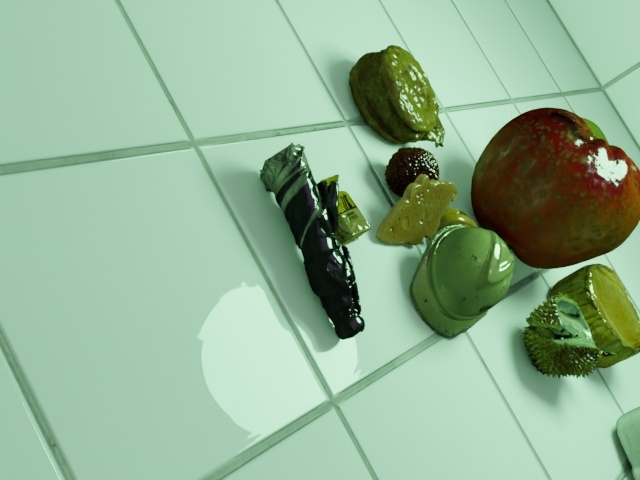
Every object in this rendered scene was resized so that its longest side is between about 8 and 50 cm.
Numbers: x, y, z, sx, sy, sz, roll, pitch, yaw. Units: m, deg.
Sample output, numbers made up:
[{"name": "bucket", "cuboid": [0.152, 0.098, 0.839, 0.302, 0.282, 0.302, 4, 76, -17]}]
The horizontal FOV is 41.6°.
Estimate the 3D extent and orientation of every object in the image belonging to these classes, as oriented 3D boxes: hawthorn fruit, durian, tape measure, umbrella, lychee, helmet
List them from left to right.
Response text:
[{"name": "umbrella", "cuboid": [0.000, 0.001, 1.496, 0.106, 0.113, 0.358, -18, 81, -27]}, {"name": "lychee", "cuboid": [0.198, -0.147, 1.842, 0.123, 0.129, 0.124, -1, 94, -17]}, {"name": "helmet", "cuboid": [0.315, 0.068, 1.716, 0.204, 0.137, 0.258, 46, 57, -17]}, {"name": "hawthorn fruit", "cuboid": [0.552, -0.101, 2.022, 0.402, 0.402, 0.403, 30, 42, -32]}, {"name": "durian", "cuboid": [0.553, 0.235, 1.936, 0.237, 0.137, 0.194, 34, 35, -27]}, {"name": "tape measure", "cuboid": [0.838, 0.527, 2.051, 0.258, 0.130, 0.265, 19, 43, -45]}]

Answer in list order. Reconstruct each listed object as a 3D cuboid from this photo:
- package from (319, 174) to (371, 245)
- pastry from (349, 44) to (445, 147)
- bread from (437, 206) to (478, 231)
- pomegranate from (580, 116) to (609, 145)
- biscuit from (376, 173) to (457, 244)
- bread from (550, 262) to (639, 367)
[{"name": "package", "cuboid": [0.037, -0.058, 1.635, 0.131, 0.047, 0.071, 57, 37, 4]}, {"name": "pastry", "cuboid": [0.174, -0.336, 1.972, 0.235, 0.132, 0.240, 27, 50, -47]}, {"name": "bread", "cuboid": [0.308, 0.015, 1.871, 0.119, 0.084, 0.177, 21, 51, -38]}, {"name": "pomegranate", "cuboid": [0.695, -0.183, 2.338, 0.323, 0.290, 0.291, 36, 39, -37]}, {"name": "biscuit", "cuboid": [0.203, -0.059, 1.781, 0.250, 0.035, 0.163, -30, 123, -36]}, {"name": "bread", "cuboid": [0.708, 0.194, 2.154, 0.227, 0.142, 0.254, 3, 63, -51]}]
